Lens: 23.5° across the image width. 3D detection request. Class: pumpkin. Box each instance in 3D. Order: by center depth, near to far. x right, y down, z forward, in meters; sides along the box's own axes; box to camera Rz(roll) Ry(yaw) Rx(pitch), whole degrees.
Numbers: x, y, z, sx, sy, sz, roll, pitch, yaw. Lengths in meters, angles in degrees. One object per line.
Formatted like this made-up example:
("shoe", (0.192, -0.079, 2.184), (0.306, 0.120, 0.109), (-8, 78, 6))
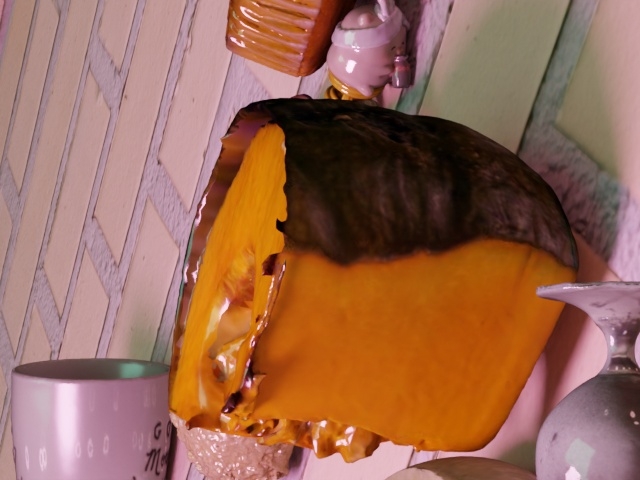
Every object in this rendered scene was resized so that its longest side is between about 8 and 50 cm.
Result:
("pumpkin", (0.021, 0.031, 1.107), (0.303, 0.225, 0.256), (176, 108, -69))

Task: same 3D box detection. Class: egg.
("egg", (-0.079, 0.171, 1.460), (0.116, 0.118, 0.140), (130, 122, -79))

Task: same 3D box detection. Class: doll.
("doll", (0.050, -0.165, 1.339), (0.084, 0.073, 0.127), (40, 132, 24))

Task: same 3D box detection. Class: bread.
("bread", (-0.009, -0.246, 1.384), (0.199, 0.104, 0.199), (23, -90, -87))

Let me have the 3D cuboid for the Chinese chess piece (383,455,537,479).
("Chinese chess piece", (0.099, 0.272, 1.040), (0.250, 0.101, 0.250), (-173, 90, -67))

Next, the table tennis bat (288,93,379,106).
("table tennis bat", (-0.009, -0.066, 1.384), (0.274, 0.021, 0.154), (145, 121, -63))

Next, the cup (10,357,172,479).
("cup", (-0.262, 0.258, 1.826), (0.258, 0.186, 0.234), (-36, -52, -81))

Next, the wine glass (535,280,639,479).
("wine glass", (0.176, 0.142, 0.902), (0.103, 0.103, 0.231), (168, 106, -65))
